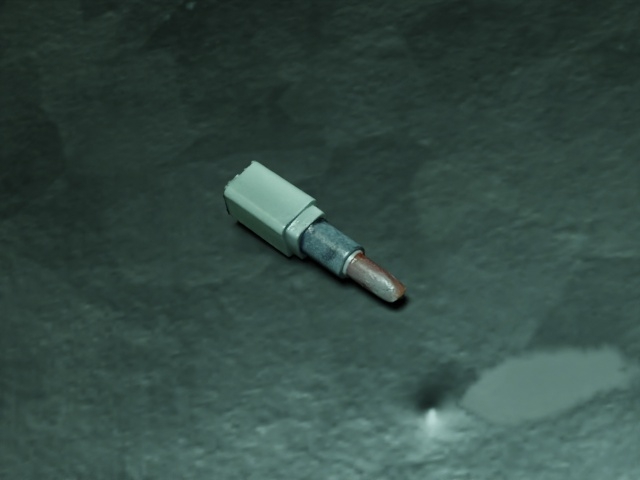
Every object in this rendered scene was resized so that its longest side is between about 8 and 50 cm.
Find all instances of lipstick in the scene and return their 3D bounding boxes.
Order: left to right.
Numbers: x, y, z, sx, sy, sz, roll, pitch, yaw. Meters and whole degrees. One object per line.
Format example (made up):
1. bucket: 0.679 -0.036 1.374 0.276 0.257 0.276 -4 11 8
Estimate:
1. lipstick: 0.000 0.000 0.885 0.107 0.025 0.025 34 67 28
